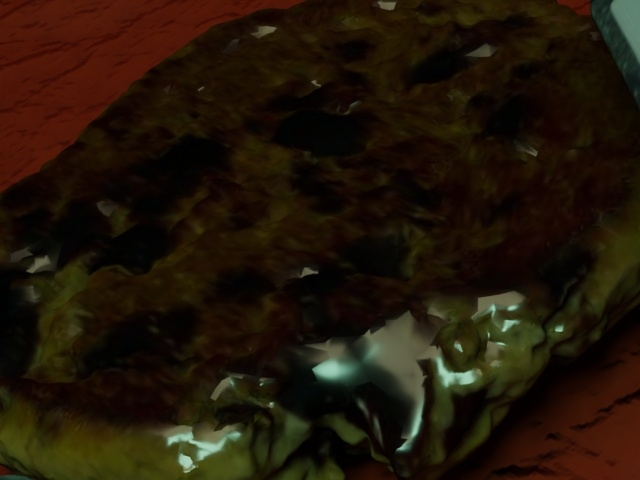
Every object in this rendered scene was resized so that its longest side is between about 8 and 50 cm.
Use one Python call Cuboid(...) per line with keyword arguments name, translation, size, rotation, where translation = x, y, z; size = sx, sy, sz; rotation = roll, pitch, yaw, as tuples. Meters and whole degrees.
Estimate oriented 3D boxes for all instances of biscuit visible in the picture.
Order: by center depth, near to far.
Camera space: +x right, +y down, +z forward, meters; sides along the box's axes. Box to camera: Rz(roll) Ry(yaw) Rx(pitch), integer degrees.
Cuboid(name="biscuit", translation=(0.003, 0.001, 0.766), size=(0.289, 0.081, 0.334), rotation=(19, 48, 39))

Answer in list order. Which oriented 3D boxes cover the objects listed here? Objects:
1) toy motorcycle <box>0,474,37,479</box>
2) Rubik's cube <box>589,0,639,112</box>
Cuboid(name="toy motorcycle", translation=(-0.141, 0.203, 0.514), size=(0.241, 0.182, 0.319), rotation=(-61, 20, 11))
Cuboid(name="Rubik's cube", translation=(0.225, -0.107, 0.640), size=(0.205, 0.205, 0.207), rotation=(-46, 30, 24))
